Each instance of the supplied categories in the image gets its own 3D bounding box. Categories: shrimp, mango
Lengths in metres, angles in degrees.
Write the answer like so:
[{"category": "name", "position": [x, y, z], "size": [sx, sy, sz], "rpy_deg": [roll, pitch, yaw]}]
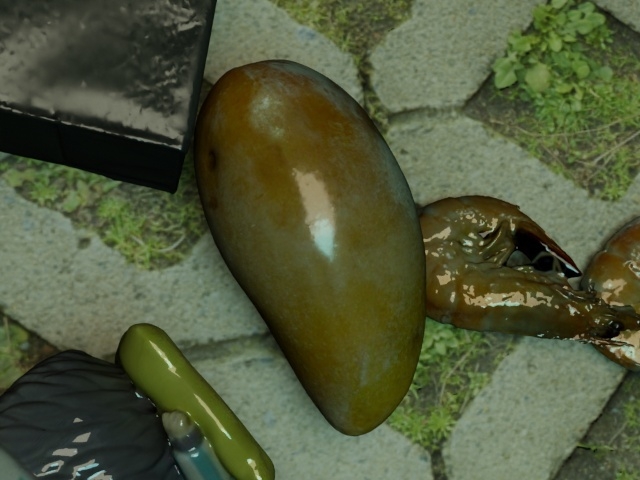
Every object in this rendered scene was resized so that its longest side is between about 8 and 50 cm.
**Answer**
[{"category": "shrimp", "position": [0.426, 0.028, 1.259], "size": [0.317, 0.062, 0.164], "rpy_deg": [-29, 84, -10]}, {"category": "mango", "position": [0.000, 0.000, 1.107], "size": [0.199, 0.221, 0.384], "rpy_deg": [-18, 84, 2]}, {"category": "shrimp", "position": [0.217, 0.032, 1.212], "size": [0.287, 0.063, 0.152], "rpy_deg": [12, 70, 2]}]

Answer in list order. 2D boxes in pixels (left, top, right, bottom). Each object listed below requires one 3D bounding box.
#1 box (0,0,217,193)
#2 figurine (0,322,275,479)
[{"category": "box", "position": [-0.227, -0.246, 1.125], "size": [0.251, 0.204, 0.345], "rpy_deg": [12, 76, -8]}, {"category": "figurine", "position": [-0.202, 0.302, 0.976], "size": [0.378, 0.266, 0.361], "rpy_deg": [-40, 71, -17]}]
